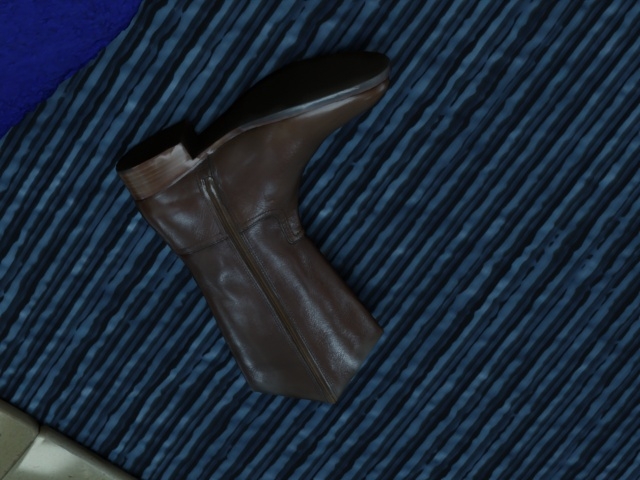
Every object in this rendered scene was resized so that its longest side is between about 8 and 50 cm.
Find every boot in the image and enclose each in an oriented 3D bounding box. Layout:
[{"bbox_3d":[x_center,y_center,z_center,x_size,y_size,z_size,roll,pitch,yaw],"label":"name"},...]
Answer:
[{"bbox_3d":[0.000,0.000,0.590,0.106,0.037,0.114,-21,115,22],"label":"boot"}]

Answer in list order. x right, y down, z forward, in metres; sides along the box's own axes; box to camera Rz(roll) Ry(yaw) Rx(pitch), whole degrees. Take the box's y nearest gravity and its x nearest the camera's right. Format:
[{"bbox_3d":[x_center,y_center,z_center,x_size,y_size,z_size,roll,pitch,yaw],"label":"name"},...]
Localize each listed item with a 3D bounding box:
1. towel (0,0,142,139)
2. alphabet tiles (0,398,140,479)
[{"bbox_3d":[-0.214,-0.096,0.450,0.227,0.076,0.308,-37,139,18],"label":"towel"},{"bbox_3d":[-0.237,0.139,0.666,0.342,0.011,0.285,34,112,-19],"label":"alphabet tiles"}]
